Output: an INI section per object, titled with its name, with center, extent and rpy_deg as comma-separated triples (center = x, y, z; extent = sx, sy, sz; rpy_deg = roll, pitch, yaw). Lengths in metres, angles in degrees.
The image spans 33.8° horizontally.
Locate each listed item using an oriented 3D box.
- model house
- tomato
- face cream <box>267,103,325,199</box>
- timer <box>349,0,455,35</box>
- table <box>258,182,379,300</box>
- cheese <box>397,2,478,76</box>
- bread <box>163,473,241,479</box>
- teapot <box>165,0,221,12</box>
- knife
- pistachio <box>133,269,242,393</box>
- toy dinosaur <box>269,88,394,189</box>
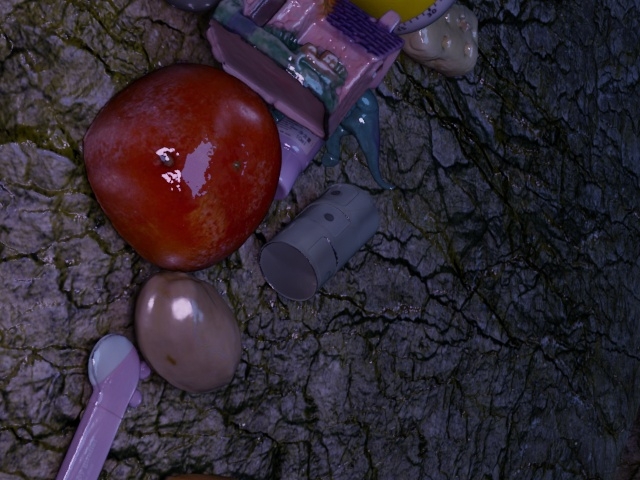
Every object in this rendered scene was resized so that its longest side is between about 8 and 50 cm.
[model house]
center = -0.009, -0.326, 1.613
extent = 0.237, 0.237, 0.202
rpy_deg = -51, 165, -13
[tomato]
center = -0.173, -0.116, 1.598
extent = 0.338, 0.143, 0.338
rpy_deg = 2, 87, -42
[face cream]
center = -0.044, -0.203, 1.850
extent = 0.096, 0.154, 0.274
rpy_deg = 109, 8, -63
[timer]
center = 0.118, -0.539, 1.933
extent = 0.285, 0.285, 0.285
rpy_deg = -1, 91, -53
[table]
center = 0.000, 0.000, 1.896
extent = 0.220, 0.126, 0.126
rpy_deg = -44, 124, -43
[cheese]
center = 0.255, -0.452, 2.263
extent = 0.263, 0.093, 0.159
rpy_deg = 9, 82, -53
[bread]
center = -0.161, 0.468, 1.678
extent = 0.251, 0.133, 0.174
rpy_deg = 17, 79, -53
[teapot]
center = -0.155, -0.443, 1.657
extent = 0.251, 0.183, 0.184
rpy_deg = -9, 98, -63
[knife]
center = -0.348, 0.326, 1.505
extent = 0.132, 0.038, 0.399
rpy_deg = 43, 58, -47
[pistachio]
center = -0.204, 0.144, 1.617
extent = 0.153, 0.137, 0.238
rpy_deg = -48, 135, -17
[toy dinosaur]
center = 0.058, -0.278, 1.844
extent = 0.383, 0.129, 0.331
rpy_deg = 42, 44, 8
